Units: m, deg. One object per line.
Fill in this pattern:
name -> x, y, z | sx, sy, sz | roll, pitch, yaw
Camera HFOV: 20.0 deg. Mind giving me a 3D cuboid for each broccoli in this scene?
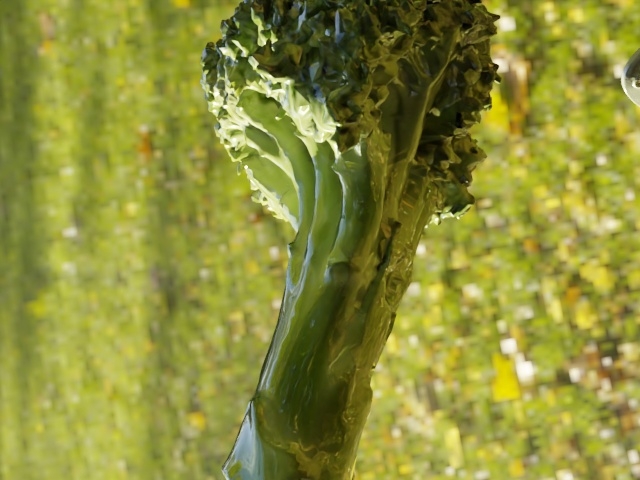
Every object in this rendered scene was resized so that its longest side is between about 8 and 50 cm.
broccoli -> 0.019, -0.008, 1.394 | 0.275, 0.353, 0.397 | 3, 103, 31

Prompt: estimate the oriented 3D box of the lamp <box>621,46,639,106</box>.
lamp -> 0.167, -0.169, 0.999 | 0.056, 0.050, 0.198 | -28, 60, 24
